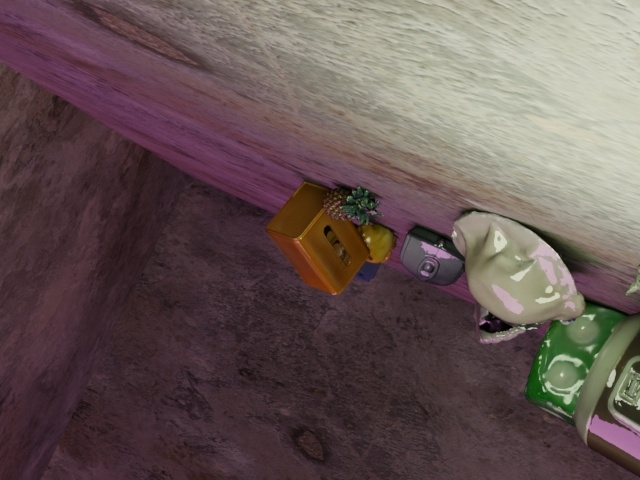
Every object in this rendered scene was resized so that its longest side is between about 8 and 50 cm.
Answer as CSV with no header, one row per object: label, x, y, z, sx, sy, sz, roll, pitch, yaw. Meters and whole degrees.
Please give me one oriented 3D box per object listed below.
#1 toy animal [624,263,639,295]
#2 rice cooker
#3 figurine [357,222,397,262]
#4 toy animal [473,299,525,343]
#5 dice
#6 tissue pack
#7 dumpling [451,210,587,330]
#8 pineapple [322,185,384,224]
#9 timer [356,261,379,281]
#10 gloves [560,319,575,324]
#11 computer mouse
toy animal,0.564,0.104,0.935,0.217,0.073,0.176,21,-177,2
rice cooker,0.694,0.329,1.248,0.325,0.335,0.335,28,179,37
figurine,0.178,0.012,2.101,0.156,0.131,0.246,-19,168,26
toy animal,0.506,0.183,1.819,0.156,0.208,0.204,-1,171,11
dice,0.690,0.326,1.615,0.300,0.297,0.287,25,175,30
tissue pack,0.000,0.000,1.882,0.145,0.194,0.274,22,157,44
dumpling,0.337,0.057,1.186,0.293,0.163,0.204,37,-172,33
pineapple,0.064,-0.088,1.598,0.103,0.083,0.221,26,175,-24
timer,0.047,0.009,2.593,0.395,0.173,0.395,24,178,1
gloves,0.453,0.107,1.319,0.097,0.119,0.229,59,-170,-14
computer mouse,0.305,0.052,1.790,0.188,0.121,0.371,24,174,8
